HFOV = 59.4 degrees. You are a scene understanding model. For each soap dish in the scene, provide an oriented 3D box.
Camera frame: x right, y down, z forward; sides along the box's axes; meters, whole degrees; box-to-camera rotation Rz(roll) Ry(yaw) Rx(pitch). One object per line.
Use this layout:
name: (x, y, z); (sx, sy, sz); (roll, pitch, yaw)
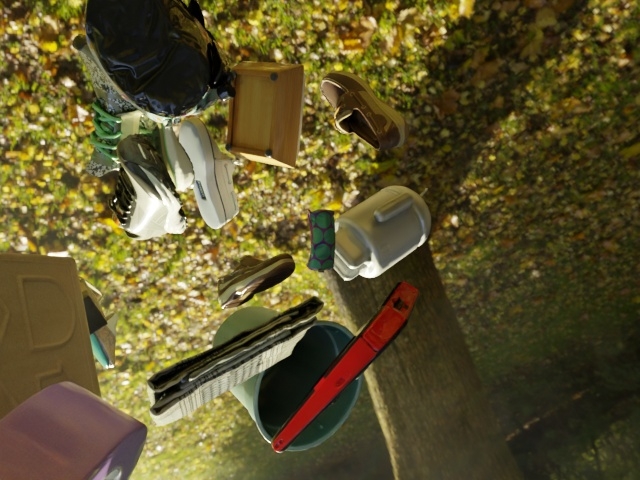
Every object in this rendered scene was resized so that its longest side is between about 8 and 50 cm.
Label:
soap dish: (-0.166, -0.369, 1.632); (0.118, 0.229, 0.291); (-15, 116, -53)

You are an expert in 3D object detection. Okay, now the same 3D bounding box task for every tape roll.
tape roll: (-0.275, 0.271, 0.508); (0.090, 0.275, 0.275); (28, 139, 4)

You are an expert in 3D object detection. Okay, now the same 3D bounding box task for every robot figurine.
robot figurine: (0.177, -0.029, 1.621); (0.353, 0.200, 0.300); (-33, 165, -25)

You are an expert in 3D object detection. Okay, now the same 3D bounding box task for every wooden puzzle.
wooden puzzle: (-0.432, 0.178, 0.780); (0.080, 0.322, 0.348); (-15, 173, 7)

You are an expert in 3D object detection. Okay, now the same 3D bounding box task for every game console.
game console: (0.068, 0.243, 1.154); (0.342, 0.060, 0.386); (-53, 171, 13)

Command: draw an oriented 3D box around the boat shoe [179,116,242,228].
boat shoe: (-0.321, -0.226, 1.765); (0.156, 0.135, 0.367); (-36, 127, -37)

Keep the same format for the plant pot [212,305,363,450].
plant pot: (-0.119, 0.341, 1.542); (0.341, 0.334, 0.341); (-8, 104, -37)

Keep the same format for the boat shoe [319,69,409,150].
boat shoe: (0.092, -0.358, 1.565); (0.123, 0.342, 0.123); (-28, 149, -25)

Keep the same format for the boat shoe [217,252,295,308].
boat shoe: (-0.166, 0.076, 1.325); (0.257, 0.095, 0.095); (-31, 159, 34)

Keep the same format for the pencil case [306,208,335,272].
pencil case: (0.000, 0.000, 1.355); (0.070, 0.152, 0.064); (0, -179, -17)

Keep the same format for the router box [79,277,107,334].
router box: (-0.639, 0.214, 1.243); (0.309, 0.243, 0.081); (-34, 109, -20)

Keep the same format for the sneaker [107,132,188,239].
sneaker: (-0.271, -0.063, 0.853); (0.108, 0.100, 0.271); (-24, 164, -15)

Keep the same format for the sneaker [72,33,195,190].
sneaker: (-0.391, -0.203, 1.108); (0.182, 0.158, 0.410); (-43, 147, -19)

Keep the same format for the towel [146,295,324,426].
towel: (-0.153, 0.227, 0.989); (0.312, 0.056, 0.324); (-24, 162, -23)

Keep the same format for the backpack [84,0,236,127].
backpack: (-0.160, -0.190, 0.579); (0.115, 0.152, 0.182); (-29, -169, 4)

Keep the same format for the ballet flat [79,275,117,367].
ballet flat: (-0.631, 0.206, 1.559); (0.107, 0.316, 0.106); (-3, -151, 49)
